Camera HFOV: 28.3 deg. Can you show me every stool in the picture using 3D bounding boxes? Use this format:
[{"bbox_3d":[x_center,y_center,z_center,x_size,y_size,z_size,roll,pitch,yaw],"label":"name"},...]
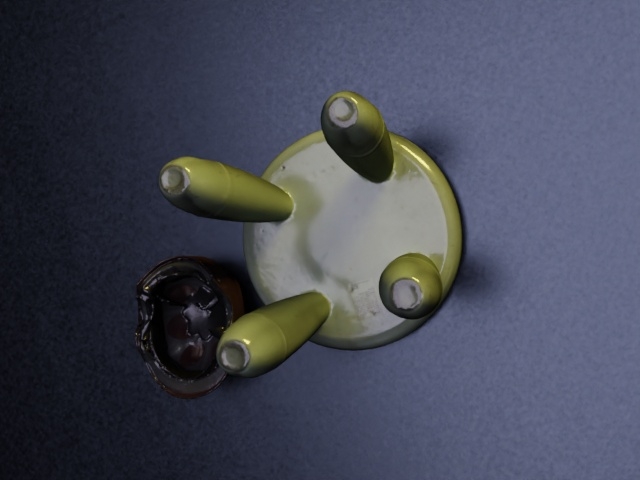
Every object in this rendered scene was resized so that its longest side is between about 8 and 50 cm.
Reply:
[{"bbox_3d":[0.000,0.000,1.021,0.195,0.198,0.195,-21,85,17],"label":"stool"}]

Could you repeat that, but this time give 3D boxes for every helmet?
[{"bbox_3d":[-0.107,0.072,1.118,0.098,0.070,0.123,-4,96,23],"label":"helmet"}]
